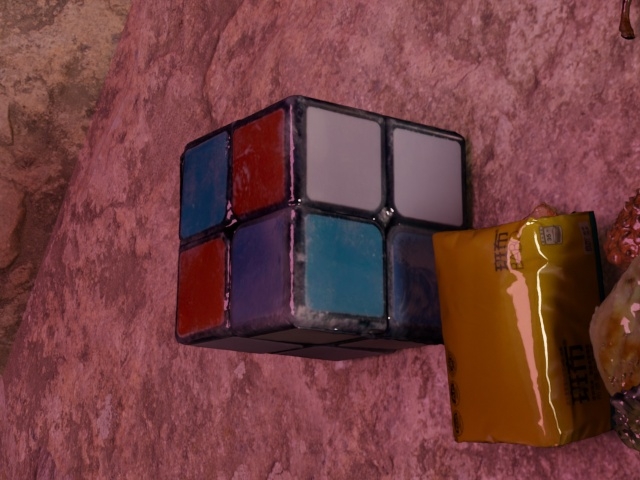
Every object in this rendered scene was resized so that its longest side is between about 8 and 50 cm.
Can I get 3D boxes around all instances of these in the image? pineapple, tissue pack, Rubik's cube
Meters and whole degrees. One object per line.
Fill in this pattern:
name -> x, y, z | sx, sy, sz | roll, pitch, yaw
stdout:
pineapple -> 0.409, -0.071, 1.242 | 0.125, 0.125, 0.251 | 45, 113, 49
tissue pack -> 0.241, 0.108, 1.371 | 0.192, 0.134, 0.271 | -12, 83, 56
Rubik's cube -> 0.000, 0.000, 1.617 | 0.313, 0.316, 0.318 | -17, 68, 52

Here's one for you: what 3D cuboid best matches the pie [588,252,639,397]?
pie -> 0.455, 0.102, 1.057 | 0.418, 0.180, 0.395 | 47, 118, 40

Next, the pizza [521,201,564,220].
pizza -> 0.299, 0.012, 1.435 | 0.160, 0.036, 0.099 | 41, 123, 50

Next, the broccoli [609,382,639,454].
broccoli -> 0.328, 0.247, 0.917 | 0.165, 0.145, 0.304 | -44, 40, 51

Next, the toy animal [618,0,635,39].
toy animal -> 0.445, -0.343, 1.277 | 0.243, 0.087, 0.260 | 27, 107, 51
